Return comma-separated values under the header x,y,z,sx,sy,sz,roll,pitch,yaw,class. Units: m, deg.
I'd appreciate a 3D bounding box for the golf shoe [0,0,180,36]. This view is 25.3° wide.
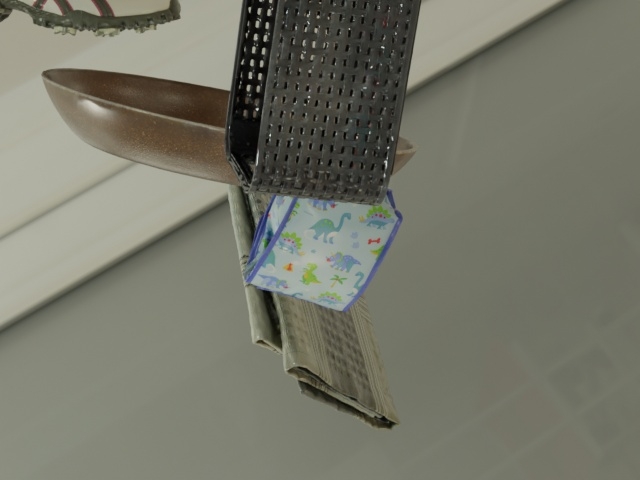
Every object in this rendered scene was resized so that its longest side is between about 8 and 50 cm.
x,y,z,sx,sy,sz,roll,pitch,yaw,class
-0.270,-0.262,1.409,0.105,0.272,0.120,-154,68,-75,golf shoe

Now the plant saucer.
x,y,z,sx,sy,sz,roll,pitch,yaw,class
-0.076,-0.087,1.165,0.310,0.310,0.050,-150,69,-63,plant saucer

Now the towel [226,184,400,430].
x,y,z,sx,sy,sz,roll,pitch,yaw,class
-0.016,0.070,1.795,0.312,0.056,0.324,39,-150,-56,towel

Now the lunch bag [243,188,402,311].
x,y,z,sx,sy,sz,roll,pitch,yaw,class
0.000,0.000,1.565,0.096,0.128,0.151,-104,35,-62,lunch bag

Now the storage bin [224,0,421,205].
x,y,z,sx,sy,sz,roll,pitch,yaw,class
0.001,-0.121,0.854,0.122,0.084,0.180,-125,41,-69,storage bin
